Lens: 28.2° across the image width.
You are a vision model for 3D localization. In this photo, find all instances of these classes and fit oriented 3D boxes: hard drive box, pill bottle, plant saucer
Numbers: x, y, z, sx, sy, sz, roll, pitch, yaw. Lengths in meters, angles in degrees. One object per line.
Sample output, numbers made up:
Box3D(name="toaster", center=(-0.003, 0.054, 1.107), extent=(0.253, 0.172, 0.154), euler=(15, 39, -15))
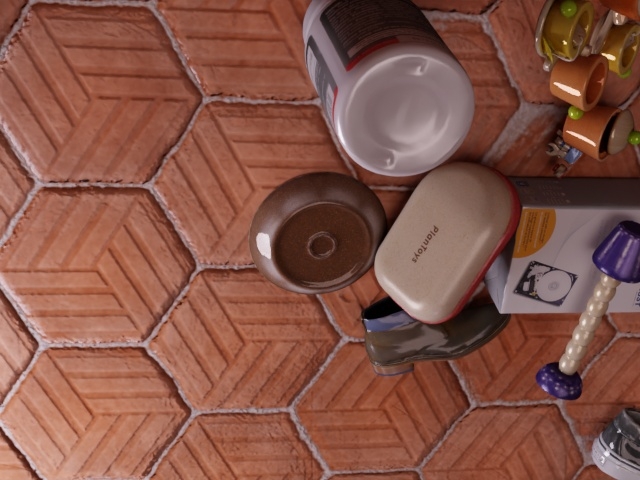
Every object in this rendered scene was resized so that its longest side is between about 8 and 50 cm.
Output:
Box3D(name="hard drive box", center=(0.368, 0.007, 1.821), extent=(0.232, 0.089, 0.181), euler=(-1, 121, -12))
Box3D(name="pill bottle", center=(0.070, -0.207, 1.518), extent=(0.161, 0.283, 0.161), euler=(-5, 121, -9))
Box3D(name="plant saucer", center=(0.000, 0.000, 1.773), extent=(0.198, 0.036, 0.198), euler=(-5, 120, -9))

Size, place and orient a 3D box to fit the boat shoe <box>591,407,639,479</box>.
Box3D(name="boat shoe", center=(0.607, 0.362, 2.060), extent=(0.335, 0.121, 0.119), euler=(18, 120, -18))

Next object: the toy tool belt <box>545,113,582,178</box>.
Box3D(name="toy tool belt", center=(0.339, -0.132, 1.762), extent=(0.051, 0.052, 0.083), euler=(40, 105, 4))

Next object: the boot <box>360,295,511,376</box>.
Box3D(name="boot", center=(0.164, 0.118, 1.849), extent=(0.219, 0.082, 0.106), euler=(-22, 125, 4))

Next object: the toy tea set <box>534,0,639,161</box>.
Box3D(name="toy tea set", center=(0.377, -0.231, 1.594), extent=(0.200, 0.124, 0.336), euler=(-58, 151, -16))

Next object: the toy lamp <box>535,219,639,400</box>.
Box3D(name="toy lamp", center=(0.388, 0.097, 1.782), extent=(0.080, 0.080, 0.275), euler=(9, 121, -16))

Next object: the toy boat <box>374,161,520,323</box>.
Box3D(name="toy boat", center=(0.193, 0.002, 1.771), extent=(0.151, 0.151, 0.231), euler=(5, 122, -52))
